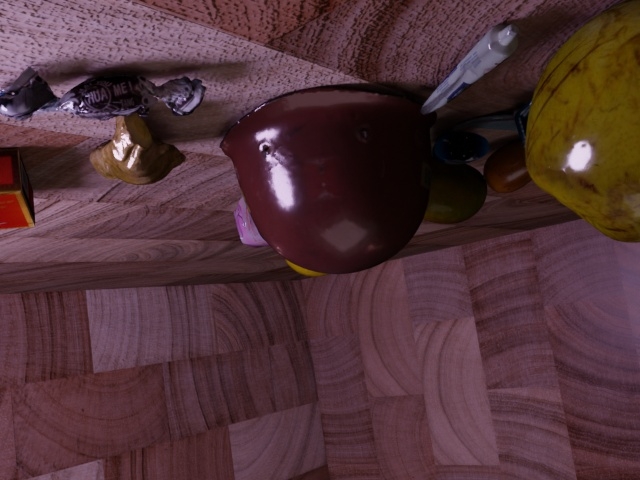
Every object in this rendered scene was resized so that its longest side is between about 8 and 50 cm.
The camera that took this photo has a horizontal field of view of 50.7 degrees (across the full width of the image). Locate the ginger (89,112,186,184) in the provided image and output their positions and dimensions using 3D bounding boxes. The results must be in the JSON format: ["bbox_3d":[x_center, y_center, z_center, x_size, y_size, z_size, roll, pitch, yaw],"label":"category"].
[{"bbox_3d":[-0.244,-0.113,0.922,0.115,0.081,0.205,30,165,-21],"label":"ginger"}]

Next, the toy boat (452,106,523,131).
[{"bbox_3d":[0.283,-0.193,1.115,0.122,0.034,0.096,-2,170,25],"label":"toy boat"}]

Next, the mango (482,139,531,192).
[{"bbox_3d":[0.384,-0.155,1.293,0.159,0.084,0.105,-36,161,24],"label":"mango"}]

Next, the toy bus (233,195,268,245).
[{"bbox_3d":[-0.040,-0.048,1.432,0.302,0.127,0.147,-2,173,-40],"label":"toy bus"}]

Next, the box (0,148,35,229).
[{"bbox_3d":[-0.514,-0.069,1.004,0.153,0.074,0.240,-10,172,-20],"label":"box"}]

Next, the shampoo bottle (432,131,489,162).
[{"bbox_3d":[0.232,-0.152,1.125,0.087,0.050,0.183,1,-175,8],"label":"shampoo bottle"}]

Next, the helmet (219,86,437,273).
[{"bbox_3d":[0.028,-0.064,1.040,0.337,0.230,0.385,-9,174,6],"label":"helmet"}]

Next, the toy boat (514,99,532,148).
[{"bbox_3d":[0.415,-0.203,0.942,0.062,0.096,0.299,-16,177,-43],"label":"toy boat"}]

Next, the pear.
[{"bbox_3d":[0.370,-0.128,0.745,0.283,0.283,0.283,-8,172,-1],"label":"pear"}]

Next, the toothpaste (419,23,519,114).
[{"bbox_3d":[0.185,-0.209,0.834,0.060,0.038,0.233,-34,179,-14],"label":"toothpaste"}]

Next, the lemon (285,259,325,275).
[{"bbox_3d":[0.000,0.000,1.652,0.203,0.178,0.178,-6,172,-7],"label":"lemon"}]

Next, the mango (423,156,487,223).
[{"bbox_3d":[0.214,-0.103,1.314,0.289,0.129,0.146,10,-160,-38],"label":"mango"}]

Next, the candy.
[{"bbox_3d":[-0.241,-0.157,0.740,0.226,0.051,0.094,-4,-178,-16],"label":"candy"}]
